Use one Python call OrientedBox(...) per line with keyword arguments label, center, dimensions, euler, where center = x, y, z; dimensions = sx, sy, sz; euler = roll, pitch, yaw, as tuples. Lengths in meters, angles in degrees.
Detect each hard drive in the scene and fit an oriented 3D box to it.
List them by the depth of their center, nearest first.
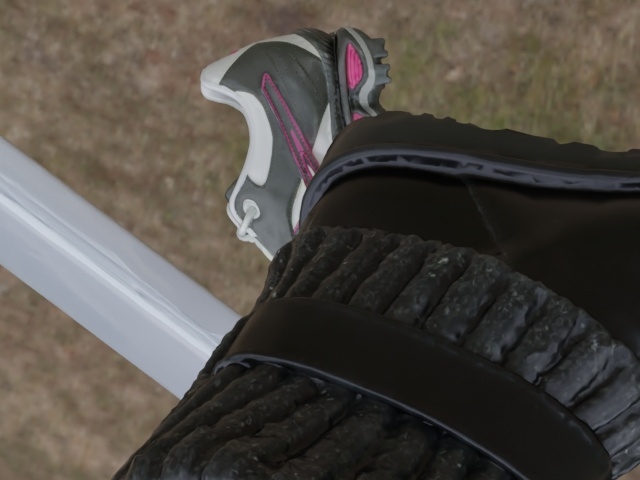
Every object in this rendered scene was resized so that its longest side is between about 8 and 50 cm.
OrientedBox(label="hard drive", center=(-0.154, 0.045, 1.232), dimensions=(0.353, 0.047, 0.233), euler=(37, 163, 0))

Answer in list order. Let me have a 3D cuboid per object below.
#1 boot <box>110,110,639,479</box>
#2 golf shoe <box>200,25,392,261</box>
OrientedBox(label="boot", center=(0.114, 0.076, 0.601), dimensions=(0.348, 0.260, 0.131), euler=(6, 125, 16))
OrientedBox(label="golf shoe", center=(0.000, 0.000, 1.009), dimensions=(0.120, 0.273, 0.105), euler=(-10, 174, -10))
